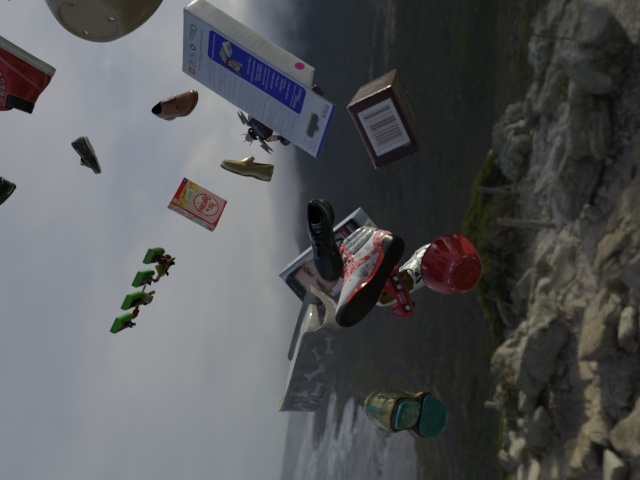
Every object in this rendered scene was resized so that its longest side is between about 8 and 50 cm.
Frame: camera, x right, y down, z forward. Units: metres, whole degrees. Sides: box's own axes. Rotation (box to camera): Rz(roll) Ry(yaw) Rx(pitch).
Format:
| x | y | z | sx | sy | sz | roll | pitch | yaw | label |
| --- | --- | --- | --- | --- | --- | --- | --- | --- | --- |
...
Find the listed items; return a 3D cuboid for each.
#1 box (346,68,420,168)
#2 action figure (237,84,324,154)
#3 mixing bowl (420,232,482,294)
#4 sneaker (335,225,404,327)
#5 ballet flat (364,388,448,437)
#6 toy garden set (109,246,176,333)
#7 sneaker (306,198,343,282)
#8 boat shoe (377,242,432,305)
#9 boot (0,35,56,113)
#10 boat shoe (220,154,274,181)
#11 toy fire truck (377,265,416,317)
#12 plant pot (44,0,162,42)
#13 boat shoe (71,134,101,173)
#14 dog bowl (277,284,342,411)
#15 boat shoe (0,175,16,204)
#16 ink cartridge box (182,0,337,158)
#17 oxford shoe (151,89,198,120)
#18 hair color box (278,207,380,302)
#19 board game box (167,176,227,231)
| x | y | z | sx | sy | sz | roll | pitch | yaw | label |
| --- | --- | --- | --- | --- | --- | --- | --- | --- | --- |
| 0.191 | -0.359 | 1.757 | 0.191 | 0.143 | 0.381 | 63 | -161 | -15 | box |
| -0.127 | -0.386 | 1.861 | 0.285 | 0.185 | 0.099 | -38 | 17 | 14 | action figure |
| 0.379 | 0.080 | 1.704 | 0.098 | 0.181 | 0.181 | -135 | 52 | -66 | mixing bowl |
| 0.092 | 0.086 | 1.568 | 0.090 | 0.145 | 0.270 | 41 | -101 | -43 | sneaker |
| 0.219 | 0.436 | 1.571 | 0.348 | 0.123 | 0.123 | 27 | -111 | -54 | ballet flat |
| -0.480 | 0.138 | 1.707 | 0.204 | 0.049 | 0.244 | -60 | -5 | -89 | toy garden set |
| 0.000 | 0.000 | 1.891 | 0.106 | 0.101 | 0.267 | 15 | -117 | -70 | sneaker |
| 0.354 | 0.131 | 2.307 | 0.136 | 0.367 | 0.156 | 60 | 177 | -8 | boat shoe |
| -0.856 | -0.445 | 1.619 | 0.176 | 0.244 | 0.088 | -60 | 29 | -1 | boot |
| -0.243 | -0.254 | 2.060 | 0.068 | 0.190 | 0.072 | 42 | 116 | 50 | boat shoe |
| 0.173 | 0.135 | 1.713 | 0.047 | 0.135 | 0.192 | -24 | -89 | -63 | toy fire truck |
| -0.454 | -0.521 | 1.248 | 0.284 | 0.284 | 0.191 | 100 | 174 | -67 | plant pot |
| -0.831 | -0.298 | 2.176 | 0.075 | 0.065 | 0.206 | 59 | 162 | 21 | boat shoe |
| -0.024 | 0.298 | 1.653 | 0.349 | 0.102 | 0.349 | -164 | 90 | -86 | dog bowl |
| -0.907 | -0.077 | 1.644 | 0.233 | 0.079 | 0.084 | -47 | 52 | 14 | boat shoe |
| -0.126 | -0.334 | 1.280 | 0.069 | 0.371 | 0.176 | -50 | -9 | -31 | ink cartridge box |
| -0.493 | -0.457 | 2.073 | 0.076 | 0.212 | 0.076 | 5 | -106 | -50 | oxford shoe |
| 0.053 | 0.073 | 2.149 | 0.374 | 0.185 | 0.113 | -39 | 5 | 30 | hair color box |
| -0.468 | -0.137 | 2.345 | 0.045 | 0.193 | 0.147 | -46 | 22 | 43 | board game box |
